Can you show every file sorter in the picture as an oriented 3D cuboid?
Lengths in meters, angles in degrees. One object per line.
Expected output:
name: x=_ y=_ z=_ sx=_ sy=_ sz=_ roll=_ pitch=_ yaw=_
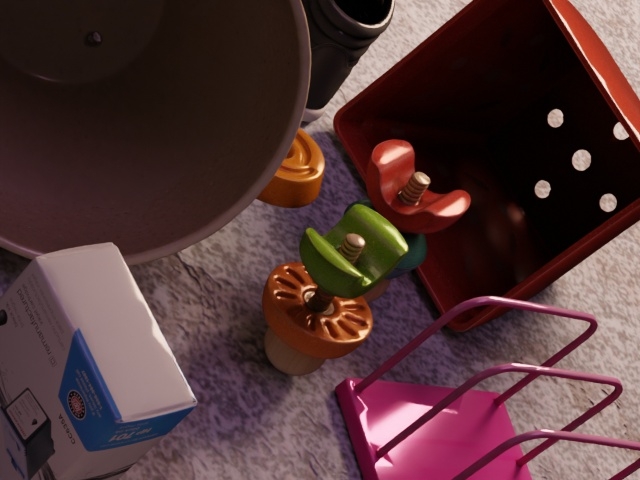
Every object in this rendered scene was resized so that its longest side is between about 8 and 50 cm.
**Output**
file sorter: x=0.180 y=0.218 z=1.648 sx=0.202 sy=0.182 sz=0.291 roll=10 pitch=51 yaw=-40

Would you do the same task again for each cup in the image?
cup: x=-0.196 y=-0.176 z=1.567 sx=0.331 sy=0.331 sz=0.237 roll=27 pitch=15 yaw=-25

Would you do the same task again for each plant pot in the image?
plant pot: x=0.224 y=-0.088 z=1.925 sx=0.235 sy=0.267 sz=0.267 roll=-1 pitch=57 yaw=-58

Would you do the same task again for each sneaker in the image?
sneaker: x=0.015 y=-0.268 z=1.956 sx=0.104 sy=0.147 sz=0.296 roll=26 pitch=41 yaw=-23

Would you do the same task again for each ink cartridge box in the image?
ink cartridge box: x=-0.194 y=0.113 z=1.368 sx=0.082 sy=0.190 sz=0.140 roll=-10 pitch=64 yaw=-47

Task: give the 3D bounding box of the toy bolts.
toy bolts: x=0.000 y=0.000 z=1.705 sx=0.218 sy=0.158 sz=0.228 roll=45 pitch=38 yaw=19
